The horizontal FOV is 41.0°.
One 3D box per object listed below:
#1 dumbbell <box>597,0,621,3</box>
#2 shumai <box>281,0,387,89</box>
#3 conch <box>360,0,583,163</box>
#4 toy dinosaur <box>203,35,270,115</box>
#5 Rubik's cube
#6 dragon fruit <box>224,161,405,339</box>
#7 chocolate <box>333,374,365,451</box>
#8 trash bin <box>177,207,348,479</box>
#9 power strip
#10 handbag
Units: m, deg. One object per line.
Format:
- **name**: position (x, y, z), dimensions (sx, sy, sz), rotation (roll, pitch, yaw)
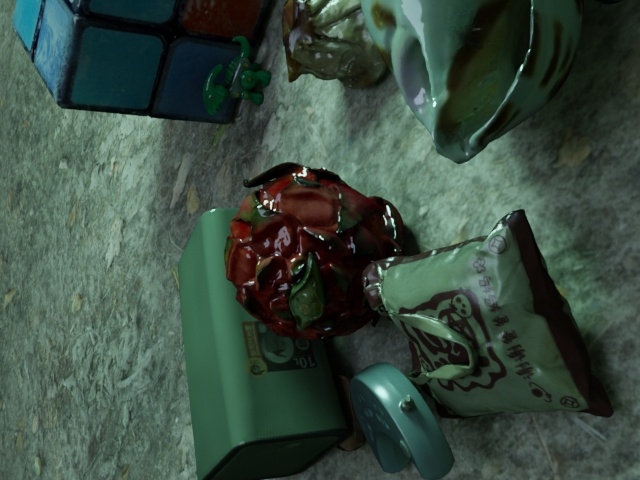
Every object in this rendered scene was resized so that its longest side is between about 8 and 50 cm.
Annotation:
- **dumbbell**: position (0.321, -0.247, 0.704), dimensions (0.254, 0.110, 0.110), rotation (21, 106, 46)
- **shumai**: position (0.012, -0.296, 1.126), dimensions (0.201, 0.120, 0.201), rotation (-1, 89, 58)
- **conch**: position (0.154, -0.259, 0.844), dimensions (0.249, 0.197, 0.368), rotation (-10, 88, 61)
- **toy dinosaur**: position (-0.135, -0.258, 1.353), dimensions (0.059, 0.096, 0.132), rotation (43, 125, 46)
- **Rubik's cube**: position (-0.294, -0.399, 1.398), dimensions (0.313, 0.316, 0.318), rotation (51, 129, 44)
- **dragon fruit**: position (0.000, 0.000, 1.079), dimensions (0.234, 0.234, 0.293), rotation (-52, 12, 40)
- **chocolate**: position (0.040, 0.226, 1.135), dimensions (0.064, 0.031, 0.101), rotation (-14, 81, 62)
- **trash bin**: position (-0.104, 0.147, 1.212), dimensions (0.223, 0.158, 0.343), rotation (127, 134, -54)
- **power strip**: position (0.086, 0.203, 0.966), dimensions (0.137, 0.044, 0.216), rotation (63, 166, 9)
- **handbag**: position (0.166, 0.089, 0.884), dimensions (0.235, 0.127, 0.213), rotation (-19, 102, 55)
